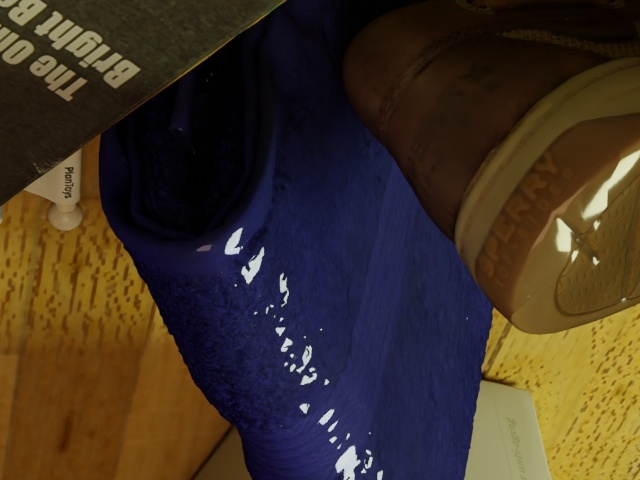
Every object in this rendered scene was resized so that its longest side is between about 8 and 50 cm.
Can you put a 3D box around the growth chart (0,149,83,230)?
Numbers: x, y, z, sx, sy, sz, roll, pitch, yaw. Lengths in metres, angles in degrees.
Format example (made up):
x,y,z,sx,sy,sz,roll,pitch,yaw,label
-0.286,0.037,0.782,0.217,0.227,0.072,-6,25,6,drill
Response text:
x,y,z,sx,sy,sz,roll,pitch,yaw,label
-0.211,-0.043,0.709,0.237,0.021,0.172,-3,141,-5,growth chart

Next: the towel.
x,y,z,sx,sy,sz,roll,pitch,yaw,label
0.000,0.000,0.649,0.076,0.227,0.308,2,144,18,towel

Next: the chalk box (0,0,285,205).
x,y,z,sx,sy,sz,roll,pitch,yaw,label
-0.120,-0.139,0.489,0.289,0.179,0.180,-31,136,26,chalk box

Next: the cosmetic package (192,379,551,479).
x,y,z,sx,sy,sz,roll,pitch,yaw,label
-0.018,0.246,0.953,0.155,0.197,0.365,14,137,-25,cosmetic package

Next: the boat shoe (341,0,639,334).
x,y,z,sx,sy,sz,roll,pitch,yaw,label
0.127,-0.051,0.646,0.342,0.123,0.123,-12,137,-53,boat shoe
